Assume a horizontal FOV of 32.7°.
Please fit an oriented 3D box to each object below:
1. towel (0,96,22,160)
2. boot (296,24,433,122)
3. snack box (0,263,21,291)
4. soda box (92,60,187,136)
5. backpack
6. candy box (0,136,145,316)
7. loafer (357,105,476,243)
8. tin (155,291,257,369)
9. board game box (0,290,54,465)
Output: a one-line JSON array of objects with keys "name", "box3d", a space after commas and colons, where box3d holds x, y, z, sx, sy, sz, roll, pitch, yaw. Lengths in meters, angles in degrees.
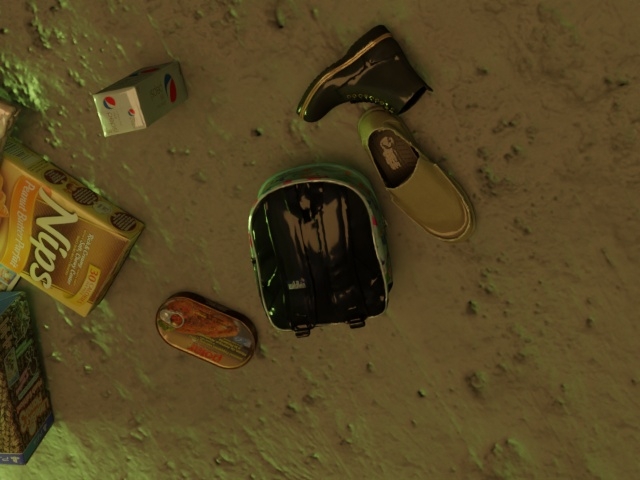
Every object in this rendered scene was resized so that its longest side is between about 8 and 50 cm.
[{"name": "towel", "box3d": [-0.696, -0.164, 1.843, 0.317, 0.053, 0.332, 29, 113, -1]}, {"name": "boot", "box3d": [0.067, -0.225, 1.732, 0.198, 0.077, 0.137, -44, 75, 22]}, {"name": "snack box", "box3d": [-0.614, 0.100, 2.029, 0.064, 0.022, 0.178, 36, 112, -3]}, {"name": "soda box", "box3d": [-0.283, -0.230, 1.746, 0.073, 0.216, 0.069, -10, 108, 15]}, {"name": "backpack", "box3d": [0.000, 0.000, 1.783, 0.225, 0.191, 0.254, -9, 114, 11]}, {"name": "candy box", "box3d": [-0.492, -0.030, 1.924, 0.316, 0.087, 0.183, 34, 112, 0]}, {"name": "loafer", "box3d": [0.149, -0.095, 1.774, 0.102, 0.092, 0.268, -39, 97, 22]}, {"name": "tin", "box3d": [-0.204, 0.162, 1.963, 0.189, 0.040, 0.106, 24, 108, 2]}, {"name": "board game box", "box3d": [-0.648, 0.251, 2.007, 0.232, 0.141, 0.291, -1, 115, 11]}]
